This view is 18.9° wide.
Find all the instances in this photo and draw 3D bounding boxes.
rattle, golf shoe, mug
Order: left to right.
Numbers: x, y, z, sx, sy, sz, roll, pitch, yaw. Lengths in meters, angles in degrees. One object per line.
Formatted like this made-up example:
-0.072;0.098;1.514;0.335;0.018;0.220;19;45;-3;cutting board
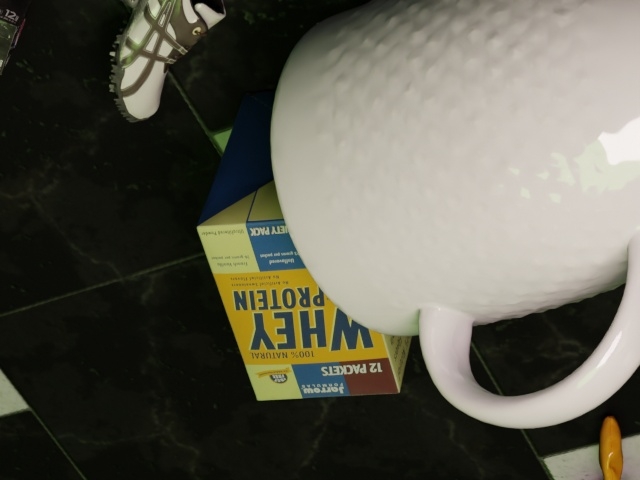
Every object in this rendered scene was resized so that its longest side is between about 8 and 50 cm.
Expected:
-0.131;-0.180;1.664;0.094;0.077;0.198;10;131;2;golf shoe
0.168;-0.039;1.470;0.328;0.374;0.276;-14;153;40;mug
0.361;0.274;1.912;0.199;0.130;0.143;22;96;25;rattle

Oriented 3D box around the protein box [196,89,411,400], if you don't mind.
0.000;0.000;1.704;0.136;0.200;0.201;-4;128;17;protein box

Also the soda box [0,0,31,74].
-0.345;-0.213;1.694;0.169;0.053;0.060;22;129;-7;soda box
